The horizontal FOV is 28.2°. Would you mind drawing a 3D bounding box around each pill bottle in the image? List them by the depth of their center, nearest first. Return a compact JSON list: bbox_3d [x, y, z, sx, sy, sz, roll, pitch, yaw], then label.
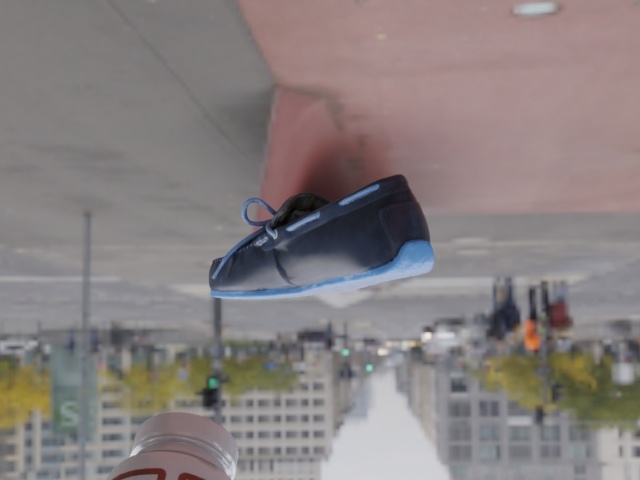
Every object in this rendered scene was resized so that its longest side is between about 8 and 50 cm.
[{"bbox_3d":[-0.128,0.251,1.030,0.121,0.216,0.121,5,133,5],"label":"pill bottle"}]

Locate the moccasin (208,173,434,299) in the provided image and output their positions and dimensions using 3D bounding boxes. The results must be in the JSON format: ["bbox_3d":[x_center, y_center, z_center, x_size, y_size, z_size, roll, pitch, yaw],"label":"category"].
[{"bbox_3d":[0.000,0.000,1.422,0.137,0.117,0.342,-3,173,-45],"label":"moccasin"}]
